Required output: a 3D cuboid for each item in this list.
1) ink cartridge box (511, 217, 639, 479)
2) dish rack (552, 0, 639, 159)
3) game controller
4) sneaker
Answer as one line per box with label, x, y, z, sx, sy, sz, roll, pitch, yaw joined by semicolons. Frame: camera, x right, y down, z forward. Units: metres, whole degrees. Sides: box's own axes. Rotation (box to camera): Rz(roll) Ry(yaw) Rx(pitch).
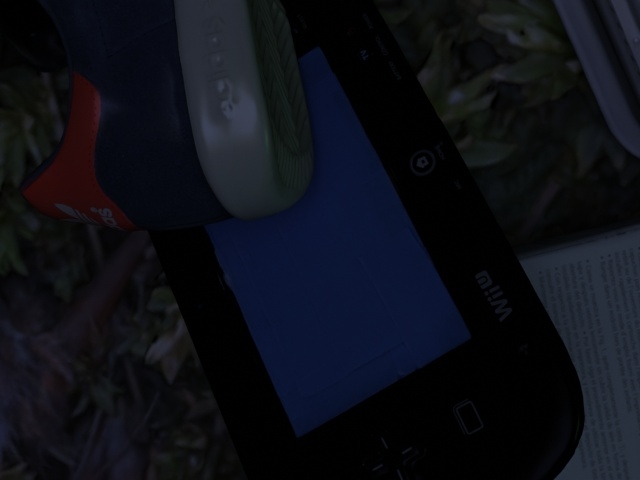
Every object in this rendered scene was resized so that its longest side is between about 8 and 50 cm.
ink cartridge box;0.202;0.122;0.598;0.239;0.060;0.275;-12;93;-17
dish rack;0.231;-0.211;0.510;0.285;0.072;0.333;-27;111;7
game controller;0.000;0.000;0.545;0.166;0.067;0.319;-36;65;24
sneaker;-0.104;-0.169;0.537;0.148;0.131;0.350;-12;70;12
